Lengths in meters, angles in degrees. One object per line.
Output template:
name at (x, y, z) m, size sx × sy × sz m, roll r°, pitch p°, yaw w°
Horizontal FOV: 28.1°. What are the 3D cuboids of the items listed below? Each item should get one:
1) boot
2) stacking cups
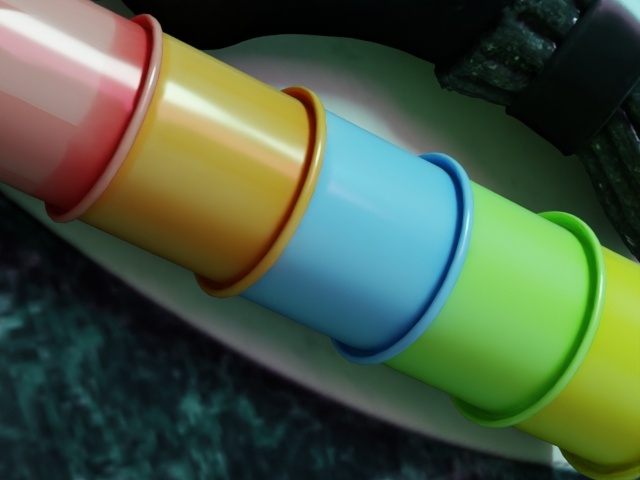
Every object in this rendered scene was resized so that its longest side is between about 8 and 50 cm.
boot at (0.081, -0.084, 0.540) m, size 0.348 × 0.131 × 0.260 m, roll -34°, pitch 91°, yaw -47°
stacking cups at (0.000, 0.000, 0.463) m, size 0.316 × 0.096 × 0.096 m, roll 23°, pitch 53°, yaw -25°
